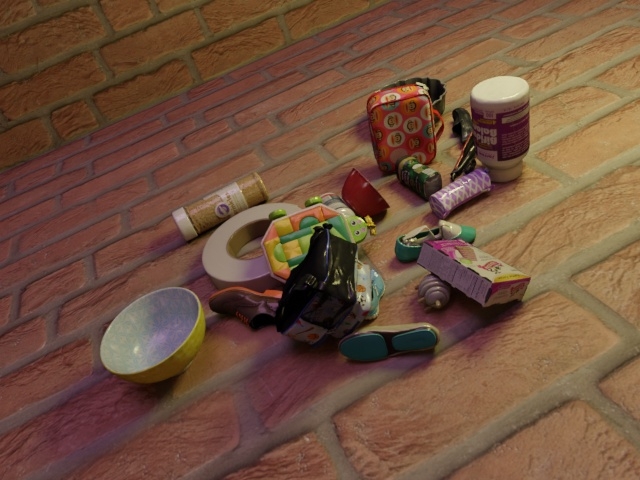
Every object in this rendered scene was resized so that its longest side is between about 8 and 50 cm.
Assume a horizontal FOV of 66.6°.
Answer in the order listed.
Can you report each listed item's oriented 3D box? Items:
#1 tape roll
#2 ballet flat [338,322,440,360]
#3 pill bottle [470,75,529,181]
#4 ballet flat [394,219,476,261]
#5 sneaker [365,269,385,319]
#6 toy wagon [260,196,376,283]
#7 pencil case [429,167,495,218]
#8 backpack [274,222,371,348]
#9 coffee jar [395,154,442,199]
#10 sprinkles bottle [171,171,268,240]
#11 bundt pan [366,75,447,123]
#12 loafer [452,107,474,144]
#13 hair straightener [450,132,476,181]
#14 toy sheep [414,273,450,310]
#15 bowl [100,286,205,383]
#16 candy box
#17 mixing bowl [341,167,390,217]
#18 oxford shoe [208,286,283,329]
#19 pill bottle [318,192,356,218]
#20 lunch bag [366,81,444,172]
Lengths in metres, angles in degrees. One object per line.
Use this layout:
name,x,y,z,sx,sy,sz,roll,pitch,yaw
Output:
tape roll,-0.205,0.018,1.631,0.391,0.072,0.392,-13,39,11
ballet flat,0.169,0.243,1.202,0.248,0.086,0.086,-8,40,13
pill bottle,0.564,-0.339,1.525,0.169,0.302,0.169,-12,38,10
ballet flat,0.332,-0.010,1.410,0.247,0.087,0.083,-17,38,3
sneaker,0.138,0.135,1.335,0.063,0.073,0.162,-7,40,17
toy wagon,0.000,0.000,1.452,0.344,0.068,0.268,-20,73,0
pencil case,0.443,-0.147,1.533,0.206,0.086,0.088,-30,63,-9
backpack,0.002,0.139,1.261,0.263,0.213,0.277,-47,17,32
coffee jar,0.328,-0.218,1.653,0.079,0.096,0.184,-27,38,-12
sprinkles bottle,-0.376,-0.132,1.842,0.355,0.121,0.121,-29,39,-11
bundt pan,0.361,-0.544,2.005,0.330,0.124,0.331,-13,39,11
loafer,0.531,-0.433,1.834,0.078,0.076,0.223,-10,42,1
hair straightener,0.514,-0.280,1.668,0.088,0.047,0.230,16,58,36
toy sheep,0.294,0.133,1.261,0.091,0.091,0.132,-14,33,9
bowl,-0.433,0.286,1.342,0.289,0.156,0.290,-12,39,10
candy box,0.385,0.075,1.243,0.159,0.071,0.233,-3,27,-36
mixing bowl,0.134,-0.143,1.611,0.098,0.181,0.181,-42,39,4
oxford shoe,-0.212,0.199,1.401,0.271,0.097,0.099,-3,47,21
pill bottle,0.055,-0.071,1.591,0.107,0.108,0.180,-27,39,-8
lunch bag,0.305,-0.394,1.716,0.257,0.293,0.120,-11,40,5
